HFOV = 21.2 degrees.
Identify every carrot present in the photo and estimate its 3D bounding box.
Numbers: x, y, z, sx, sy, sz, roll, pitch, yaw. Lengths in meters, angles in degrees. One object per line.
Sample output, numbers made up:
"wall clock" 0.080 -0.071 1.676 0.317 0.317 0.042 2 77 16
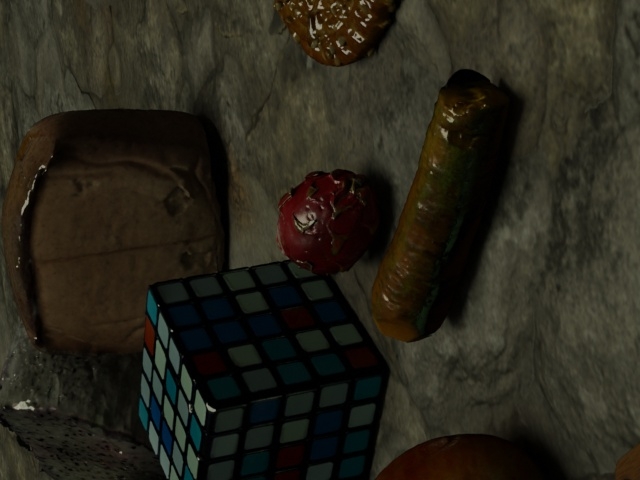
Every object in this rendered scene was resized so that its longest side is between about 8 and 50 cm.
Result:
"carrot" 0.093 -0.022 1.352 0.260 0.070 0.070 104 149 -43

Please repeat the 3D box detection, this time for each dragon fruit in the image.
"dragon fruit" 0.000 0.000 1.573 0.190 0.094 0.094 116 140 -63
"dragon fruit" -0.263 0.186 2.167 0.283 0.204 0.221 74 -158 -58

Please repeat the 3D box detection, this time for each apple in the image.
"apple" 0.104 0.243 1.334 0.173 0.160 0.195 -108 32 -54

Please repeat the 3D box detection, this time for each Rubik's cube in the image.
"Rubik's cube" -0.062 0.148 1.654 0.184 0.182 0.187 -122 31 -43

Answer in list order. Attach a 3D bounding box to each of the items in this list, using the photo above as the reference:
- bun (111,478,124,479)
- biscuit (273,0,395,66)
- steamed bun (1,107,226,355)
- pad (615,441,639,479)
"bun" -0.229 0.428 2.084 0.281 0.205 0.282 32 140 32
"biscuit" -0.003 -0.301 1.517 0.305 0.038 0.305 171 90 -68
"steamed bun" -0.245 -0.024 1.985 0.199 0.251 0.301 -116 29 -59
"pad" 0.286 0.225 1.050 0.286 0.018 0.284 120 135 -60
